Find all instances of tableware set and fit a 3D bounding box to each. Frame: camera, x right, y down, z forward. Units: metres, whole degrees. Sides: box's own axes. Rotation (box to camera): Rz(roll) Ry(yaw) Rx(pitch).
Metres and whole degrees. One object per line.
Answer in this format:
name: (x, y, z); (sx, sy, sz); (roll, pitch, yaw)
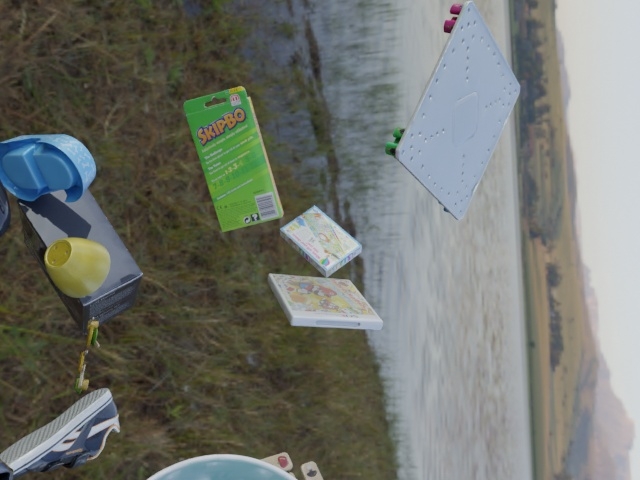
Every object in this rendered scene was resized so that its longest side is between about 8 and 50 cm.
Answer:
tableware set: (-0.486, 0.241, 1.460); (0.104, 0.024, 0.154); (-33, -131, 57)

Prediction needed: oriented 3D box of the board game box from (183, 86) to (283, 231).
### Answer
board game box: (-0.165, -0.154, 1.332); (0.039, 0.124, 0.259); (-83, 158, -72)

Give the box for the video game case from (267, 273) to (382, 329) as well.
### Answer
video game case: (0.005, 0.134, 1.560); (0.227, 0.207, 0.026); (-130, -131, -63)

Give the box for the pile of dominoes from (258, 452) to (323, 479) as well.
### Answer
pile of dominoes: (-0.039, 0.442, 1.025); (0.251, 0.196, 0.040); (61, -41, 29)

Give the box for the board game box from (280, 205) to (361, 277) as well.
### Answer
board game box: (0.000, 0.000, 1.521); (0.103, 0.154, 0.026); (-35, 149, -24)

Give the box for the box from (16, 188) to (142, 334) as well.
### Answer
box: (-0.670, 0.046, 1.948); (0.343, 0.179, 0.312); (55, -26, 7)

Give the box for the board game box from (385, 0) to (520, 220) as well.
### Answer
board game box: (0.324, -0.291, 1.650); (0.390, 0.050, 0.389); (33, 80, -52)

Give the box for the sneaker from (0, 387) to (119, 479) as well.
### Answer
sneaker: (-0.604, 0.485, 1.639); (0.321, 0.126, 0.127); (-33, 108, -44)

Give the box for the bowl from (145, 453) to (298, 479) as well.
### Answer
bowl: (-0.133, 0.436, 0.851); (0.163, 0.312, 0.311); (124, -21, -54)

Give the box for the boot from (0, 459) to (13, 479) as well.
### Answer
boot: (-0.506, 0.314, 0.886); (0.219, 0.106, 0.082); (-25, 134, -55)

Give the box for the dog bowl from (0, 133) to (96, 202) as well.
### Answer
dog bowl: (-0.679, -0.184, 1.718); (0.074, 0.298, 0.165); (-54, 138, -47)

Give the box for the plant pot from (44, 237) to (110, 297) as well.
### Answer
plant pot: (-0.542, 0.046, 1.519); (0.095, 0.134, 0.134); (56, 35, -61)

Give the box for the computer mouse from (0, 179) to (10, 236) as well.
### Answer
computer mouse: (-0.736, -0.078, 1.507); (0.184, 0.060, 0.261); (-62, 165, -61)
